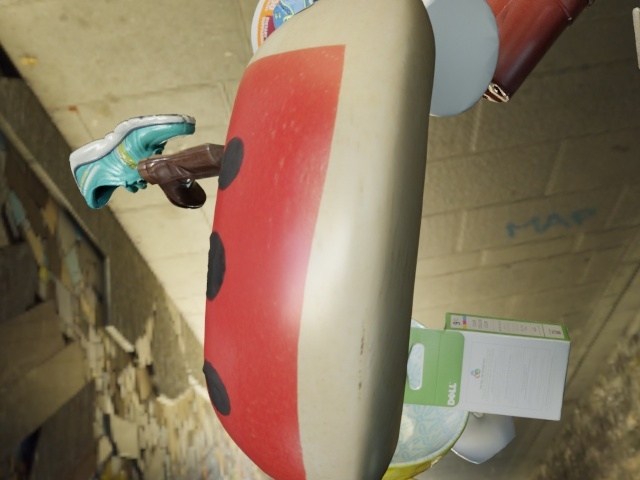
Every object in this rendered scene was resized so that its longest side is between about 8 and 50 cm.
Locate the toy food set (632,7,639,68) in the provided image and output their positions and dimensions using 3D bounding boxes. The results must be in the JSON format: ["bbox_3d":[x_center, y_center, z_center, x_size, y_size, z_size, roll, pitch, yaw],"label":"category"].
[{"bbox_3d":[0.626,-0.349,1.483,0.071,0.128,0.218,-30,-156,-19],"label":"toy food set"}]

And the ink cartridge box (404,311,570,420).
[{"bbox_3d":[0.201,0.155,1.123,0.209,0.109,0.062,5,-162,6],"label":"ink cartridge box"}]

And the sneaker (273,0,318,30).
[{"bbox_3d":[-0.021,-0.214,0.990,0.091,0.126,0.240,-24,-168,7],"label":"sneaker"}]

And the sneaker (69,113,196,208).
[{"bbox_3d":[-0.315,-0.140,1.539,0.275,0.110,0.107,-25,167,31],"label":"sneaker"}]

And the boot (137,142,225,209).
[{"bbox_3d":[-0.119,-0.068,0.943,0.114,0.037,0.106,-11,156,32],"label":"boot"}]

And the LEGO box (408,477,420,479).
[{"bbox_3d":[0.095,0.544,1.266,0.193,0.372,0.500,50,157,-17],"label":"LEGO box"}]

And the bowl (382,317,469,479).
[{"bbox_3d":[0.053,0.241,1.273,0.289,0.289,0.156,0,134,-16],"label":"bowl"}]

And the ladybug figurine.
[{"bbox_3d":[0.000,0.000,0.744,0.161,0.450,0.305,5,167,5],"label":"ladybug figurine"}]

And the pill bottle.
[{"bbox_3d":[0.079,-0.318,1.431,0.224,0.224,0.392,15,-175,-39],"label":"pill bottle"}]

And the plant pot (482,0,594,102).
[{"bbox_3d":[0.371,-0.445,1.830,0.265,0.272,0.272,-57,145,0],"label":"plant pot"}]

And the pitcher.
[{"bbox_3d":[0.237,0.269,1.504,0.125,0.207,0.178,-36,172,-8],"label":"pitcher"}]
